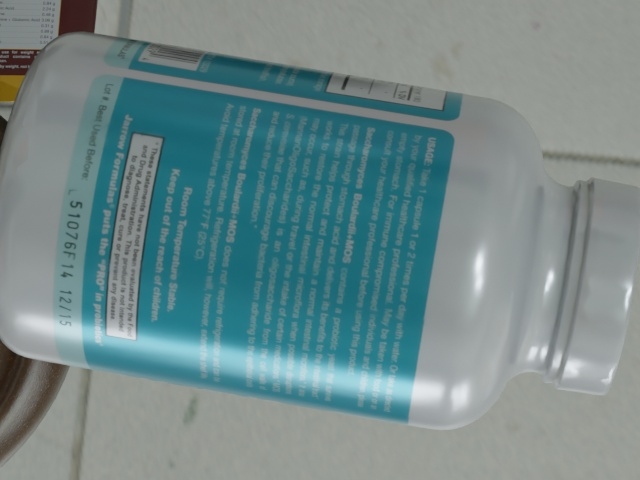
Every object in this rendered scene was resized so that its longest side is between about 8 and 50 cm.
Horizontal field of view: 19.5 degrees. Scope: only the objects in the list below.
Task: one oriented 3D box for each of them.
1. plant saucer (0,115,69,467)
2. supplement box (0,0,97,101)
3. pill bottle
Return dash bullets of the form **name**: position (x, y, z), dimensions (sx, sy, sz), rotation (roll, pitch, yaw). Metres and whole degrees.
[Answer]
- **plant saucer**: position (-0.296, 0.043, 1.144), dimensions (0.311, 0.050, 0.310), rotation (-4, 105, -15)
- **supplement box**: position (-0.244, -0.202, 1.184), dimensions (0.191, 0.129, 0.194), rotation (-1, 120, -19)
- **pill bottle**: position (0.000, 0.000, 0.805), dimensions (0.264, 0.146, 0.146), rotation (10, 110, 4)
